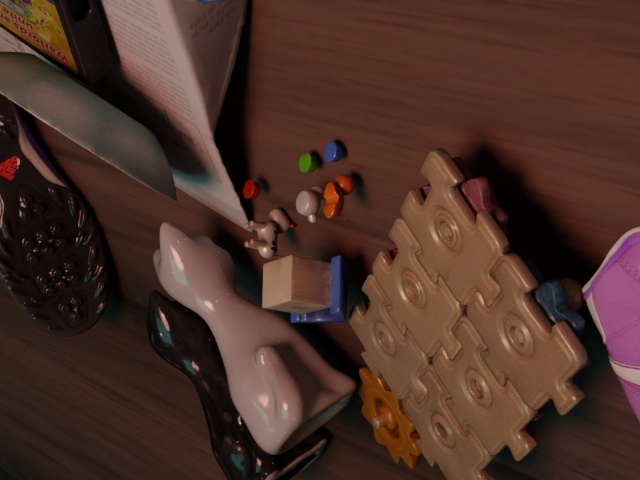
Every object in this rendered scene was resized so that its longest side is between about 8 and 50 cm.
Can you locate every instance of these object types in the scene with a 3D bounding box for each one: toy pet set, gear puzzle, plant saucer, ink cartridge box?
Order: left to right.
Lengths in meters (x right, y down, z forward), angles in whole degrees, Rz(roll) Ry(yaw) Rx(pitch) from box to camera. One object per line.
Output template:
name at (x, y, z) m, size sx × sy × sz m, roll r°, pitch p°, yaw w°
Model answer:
plant saucer at (-0.183, -0.097, 0.905) m, size 0.195 × 0.037 × 0.195 m, roll 32°, pitch 180°, yaw 0°
ink cartridge box at (-0.174, -0.207, 0.910) m, size 0.308 × 0.091 × 0.385 m, roll 32°, pitch 157°, yaw 28°
toy pet set at (0.000, 0.000, 0.889) m, size 0.122 × 0.065 × 0.114 m, roll -18°, pitch 66°, yaw 52°
gear puzzle at (0.092, 0.084, 0.832) m, size 0.175 × 0.044 × 0.339 m, roll 57°, pitch 154°, yaw 20°

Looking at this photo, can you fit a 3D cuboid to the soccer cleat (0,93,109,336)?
soccer cleat at (-0.308, -0.052, 1.177) m, size 0.318 × 0.108 × 0.116 m, roll 62°, pitch 167°, yaw -17°

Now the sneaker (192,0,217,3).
sneaker at (-0.016, -0.199, 0.655) m, size 0.091 × 0.126 × 0.240 m, roll 51°, pitch 146°, yaw 4°

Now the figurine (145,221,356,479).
figurine at (-0.081, 0.098, 1.019) m, size 0.209 × 0.092 × 0.215 m, roll 49°, pitch 153°, yaw 16°

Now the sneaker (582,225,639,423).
sneaker at (0.236, 0.031, 0.580) m, size 0.282 × 0.102 × 0.161 m, roll -25°, pitch 96°, yaw 56°

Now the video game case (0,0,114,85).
video game case at (-0.270, -0.257, 0.820) m, size 0.275 × 0.035 × 0.248 m, roll 35°, pitch 157°, yaw 21°
